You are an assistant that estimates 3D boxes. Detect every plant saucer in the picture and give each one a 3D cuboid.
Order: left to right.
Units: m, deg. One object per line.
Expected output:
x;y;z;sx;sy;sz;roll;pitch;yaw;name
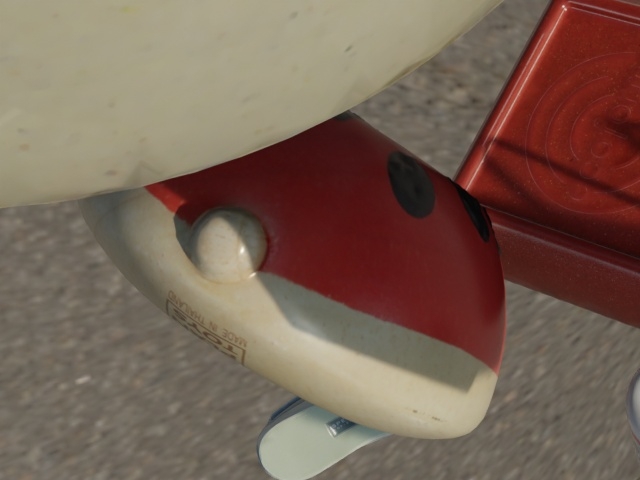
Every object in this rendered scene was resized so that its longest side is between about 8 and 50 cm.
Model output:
0.226;-0.077;1.495;0.259;0.048;0.258;21;76;38;plant saucer

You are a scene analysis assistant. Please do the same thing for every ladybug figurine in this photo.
0.000;0.000;1.295;0.305;0.449;0.162;33;93;8;ladybug figurine

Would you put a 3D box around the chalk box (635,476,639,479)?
0.082;0.162;0.524;0.132;0.213;0.132;-40;85;10;chalk box

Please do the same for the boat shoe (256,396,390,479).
0.046;0.135;1.735;0.227;0.081;0.079;-26;105;3;boat shoe

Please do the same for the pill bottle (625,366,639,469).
0.248;0.142;1.262;0.087;0.160;0.087;-9;49;11;pill bottle

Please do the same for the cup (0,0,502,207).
-0.073;-0.203;0.331;0.331;0.237;0.331;3;65;-5;cup
